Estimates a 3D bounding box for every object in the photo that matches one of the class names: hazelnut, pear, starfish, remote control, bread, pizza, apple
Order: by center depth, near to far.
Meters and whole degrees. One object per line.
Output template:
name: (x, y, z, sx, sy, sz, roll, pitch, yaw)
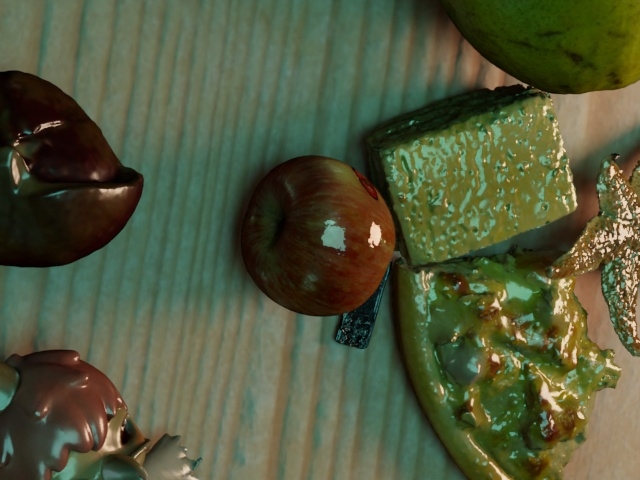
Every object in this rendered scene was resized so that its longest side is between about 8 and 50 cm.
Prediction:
hazelnut: (-0.247, -0.061, 1.499, 0.201, 0.170, 0.160, 9, 126, 9)
apple: (0.000, 0.000, 1.650, 0.131, 0.146, 0.146, 20, 88, -36)
pear: (0.215, -0.285, 1.661, 0.253, 0.253, 0.307, -24, 115, -21)
bread: (0.140, -0.067, 1.728, 0.196, 0.102, 0.138, -21, 103, -19)
remote control: (0.041, 0.057, 1.745, 0.039, 0.014, 0.096, 14, 92, -27)
pizza: (0.203, 0.126, 1.797, 0.223, 0.089, 0.323, -33, 110, -15)
starfish: (0.327, -0.004, 1.837, 0.295, 0.048, 0.231, -49, 126, -37)

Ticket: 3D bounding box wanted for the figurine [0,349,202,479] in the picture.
figurine: (-0.207, 0.200, 1.562, 0.207, 0.166, 0.387, -48, 118, -31)
